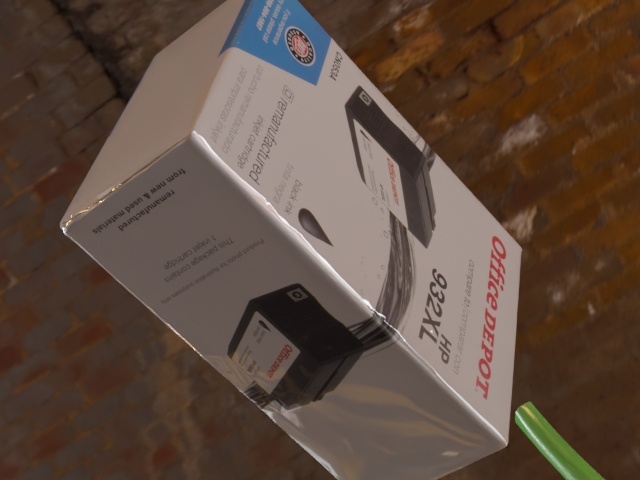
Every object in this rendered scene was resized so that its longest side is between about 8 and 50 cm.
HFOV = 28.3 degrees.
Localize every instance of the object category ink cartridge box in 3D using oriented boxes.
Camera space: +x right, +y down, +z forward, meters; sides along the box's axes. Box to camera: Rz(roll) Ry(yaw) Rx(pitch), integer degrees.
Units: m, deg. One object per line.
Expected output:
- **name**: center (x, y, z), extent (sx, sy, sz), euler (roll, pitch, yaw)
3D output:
- **ink cartridge box**: center (0.000, 0.000, 0.893), extent (0.129, 0.223, 0.307), euler (-31, -64, 31)

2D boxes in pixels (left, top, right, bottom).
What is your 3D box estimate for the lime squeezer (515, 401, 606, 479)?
- **lime squeezer**: center (0.225, 0.159, 0.619), extent (0.310, 0.110, 0.059), euler (14, -30, 24)
